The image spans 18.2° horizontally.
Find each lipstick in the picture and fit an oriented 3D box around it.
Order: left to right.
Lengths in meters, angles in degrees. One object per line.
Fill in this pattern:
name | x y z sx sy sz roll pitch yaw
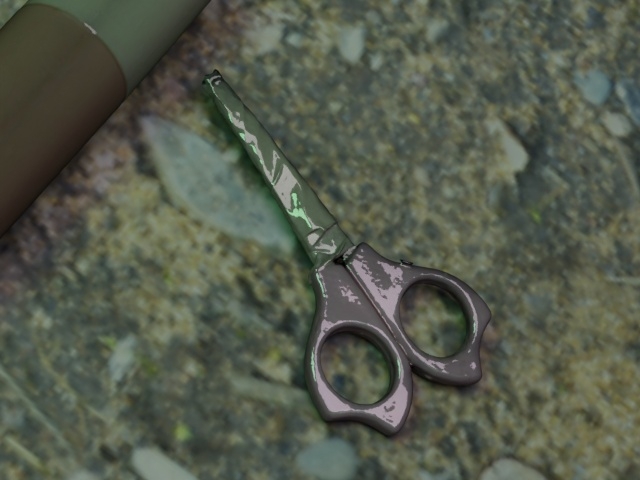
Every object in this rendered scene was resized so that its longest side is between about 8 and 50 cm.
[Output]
lipstick | -0.144 -0.070 0.989 0.070 0.070 0.254 38 61 0

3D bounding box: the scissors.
scissors | 0.000 0.000 1.036 0.110 0.021 0.212 -31 80 -25
